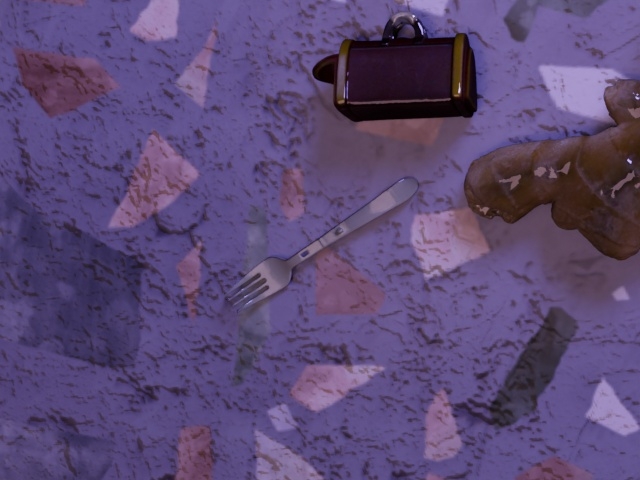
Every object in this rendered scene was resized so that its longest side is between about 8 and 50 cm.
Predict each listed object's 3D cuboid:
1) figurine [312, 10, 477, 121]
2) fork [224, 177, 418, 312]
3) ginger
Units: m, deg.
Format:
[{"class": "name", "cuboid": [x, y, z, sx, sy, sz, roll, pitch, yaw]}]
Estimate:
[{"class": "figurine", "cuboid": [0.066, -0.163, 1.389, 0.154, 0.082, 0.098, 1, 87, 14]}, {"class": "fork", "cuboid": [0.002, 0.000, 1.460, 0.219, 0.028, 0.034, -34, 84, 13]}, {"class": "ginger", "cuboid": [0.295, -0.080, 1.350, 0.334, 0.081, 0.148, -31, 72, 14]}]
